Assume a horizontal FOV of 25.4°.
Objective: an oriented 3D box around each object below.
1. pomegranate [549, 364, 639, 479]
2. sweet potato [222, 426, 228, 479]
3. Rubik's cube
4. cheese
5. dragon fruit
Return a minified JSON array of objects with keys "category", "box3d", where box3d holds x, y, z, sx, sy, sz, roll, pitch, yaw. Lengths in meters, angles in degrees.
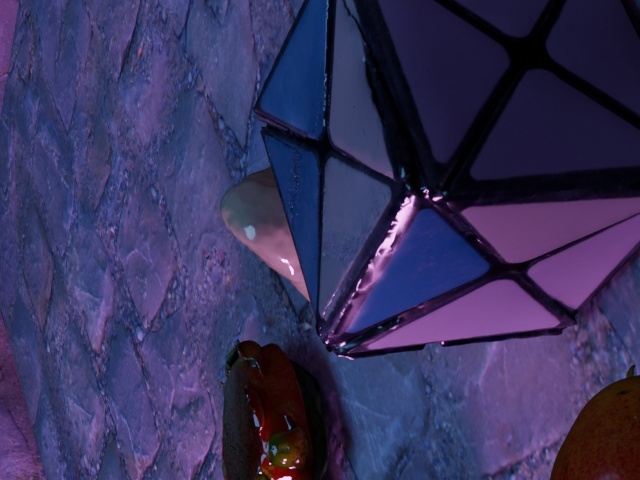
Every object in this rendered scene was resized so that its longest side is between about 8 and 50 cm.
[{"category":"pomegranate","box3d":[0.303,0.205,1.215,0.257,0.221,0.221,-81,6,-49]},{"category":"sweet potato","box3d":[-0.139,0.340,2.378,0.057,0.057,0.264,176,89,-65]},{"category":"Rubik's cube","box3d":[0.133,-0.089,1.381,0.305,0.310,0.307,123,136,-53]},{"category":"cheese","box3d":[-0.001,0.000,1.794,0.173,0.251,0.248,24,131,48]},{"category":"dragon fruit","box3d":[-0.074,0.286,2.107,0.268,0.130,0.295,134,133,-61]}]
